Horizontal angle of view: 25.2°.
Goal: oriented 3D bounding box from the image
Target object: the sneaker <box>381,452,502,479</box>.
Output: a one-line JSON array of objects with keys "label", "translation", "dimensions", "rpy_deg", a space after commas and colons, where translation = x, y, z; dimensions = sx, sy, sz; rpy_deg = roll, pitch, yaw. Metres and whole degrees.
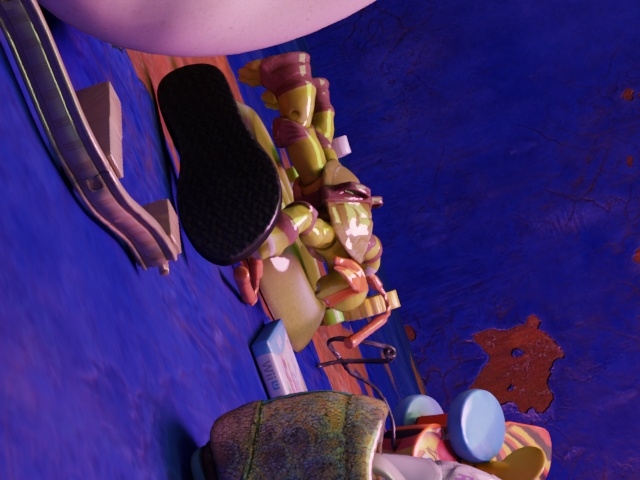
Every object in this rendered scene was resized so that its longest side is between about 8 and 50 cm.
[{"label": "sneaker", "translation": [0.088, 0.224, 0.966], "dimensions": [0.305, 0.152, 0.114], "rpy_deg": [55, 39, -60]}]

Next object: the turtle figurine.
[{"label": "turtle figurine", "translation": [-0.004, -0.035, 1.115], "dimensions": [0.269, 0.087, 0.217], "rpy_deg": [14, 58, -61]}]

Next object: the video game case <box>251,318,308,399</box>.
[{"label": "video game case", "translation": [-0.011, 0.144, 1.055], "dimensions": [0.119, 0.015, 0.166], "rpy_deg": [-53, 123, -84]}]

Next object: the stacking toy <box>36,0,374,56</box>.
[{"label": "stacking toy", "translation": [-0.111, -0.363, 0.776], "dimensions": [0.480, 0.351, 0.350], "rpy_deg": [52, -5, 29]}]

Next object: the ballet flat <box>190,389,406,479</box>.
[{"label": "ballet flat", "translation": [0.045, 0.235, 0.702], "dimensions": [0.123, 0.123, 0.348], "rpy_deg": [-63, 134, -84]}]

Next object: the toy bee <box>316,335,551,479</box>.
[{"label": "toy bee", "translation": [0.103, 0.222, 1.393], "dimensions": [0.195, 0.298, 0.162], "rpy_deg": [-32, -136, 61]}]

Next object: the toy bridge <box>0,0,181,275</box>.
[{"label": "toy bridge", "translation": [-0.107, -0.047, 0.670], "dimensions": [0.063, 0.026, 0.188], "rpy_deg": [-101, 171, -47]}]

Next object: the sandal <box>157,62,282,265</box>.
[{"label": "sandal", "translation": [-0.066, -0.048, 0.939], "dimensions": [0.040, 0.067, 0.179], "rpy_deg": [82, -8, -46]}]

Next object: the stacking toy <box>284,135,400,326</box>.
[{"label": "stacking toy", "translation": [0.000, 0.000, 1.391], "dimensions": [0.221, 0.052, 0.166], "rpy_deg": [158, -85, -73]}]

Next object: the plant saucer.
[{"label": "plant saucer", "translation": [-0.043, -0.021, 1.248], "dimensions": [0.241, 0.037, 0.240], "rpy_deg": [-20, 90, -86]}]
